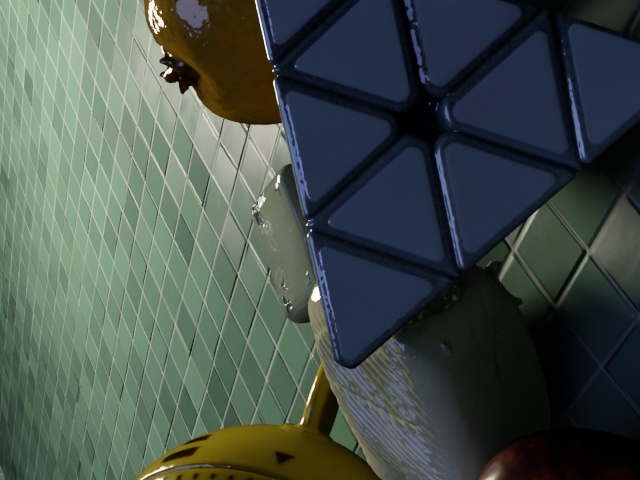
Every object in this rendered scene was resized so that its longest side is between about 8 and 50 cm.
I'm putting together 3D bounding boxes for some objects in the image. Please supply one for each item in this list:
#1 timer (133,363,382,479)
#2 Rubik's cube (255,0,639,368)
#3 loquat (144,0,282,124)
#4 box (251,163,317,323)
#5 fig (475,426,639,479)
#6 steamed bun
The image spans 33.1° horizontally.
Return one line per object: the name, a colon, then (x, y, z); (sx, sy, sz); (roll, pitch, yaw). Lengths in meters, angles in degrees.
timer: (-0.053, 0.329, 1.086); (0.387, 0.376, 0.376); (-63, -14, -56)
Rubik's cube: (0.074, -0.087, 0.771); (0.233, 0.229, 0.228); (54, 146, 34)
loquat: (-0.064, -0.214, 1.015); (0.208, 0.208, 0.208); (29, 124, 56)
box: (0.000, 0.000, 1.083); (0.124, 0.093, 0.172); (-49, 56, 55)
fig: (0.206, 0.249, 0.737); (0.249, 0.186, 0.203); (48, -165, -34)
steamed bun: (0.105, 0.107, 0.874); (0.170, 0.153, 0.238); (23, 143, 53)
